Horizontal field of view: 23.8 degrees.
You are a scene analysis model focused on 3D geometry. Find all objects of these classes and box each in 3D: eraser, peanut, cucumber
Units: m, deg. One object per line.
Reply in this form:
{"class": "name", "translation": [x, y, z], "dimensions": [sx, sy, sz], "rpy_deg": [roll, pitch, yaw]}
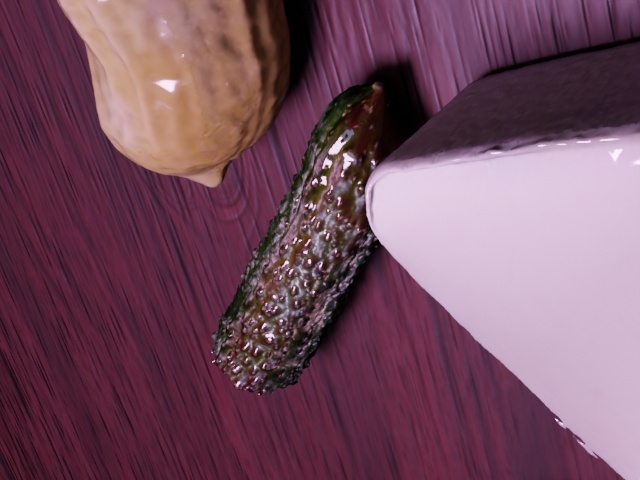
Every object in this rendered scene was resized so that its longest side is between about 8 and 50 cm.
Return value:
{"class": "eraser", "translation": [0.224, -0.010, 0.953], "dimensions": [0.331, 0.150, 0.331], "rpy_deg": [29, 141, 26]}
{"class": "peanut", "translation": [-0.111, -0.168, 1.126], "dimensions": [0.174, 0.158, 0.340], "rpy_deg": [0, 130, 19]}
{"class": "cucumber", "translation": [0.000, 0.000, 1.230], "dimensions": [0.096, 0.096, 0.359], "rpy_deg": [40, 140, 9]}
